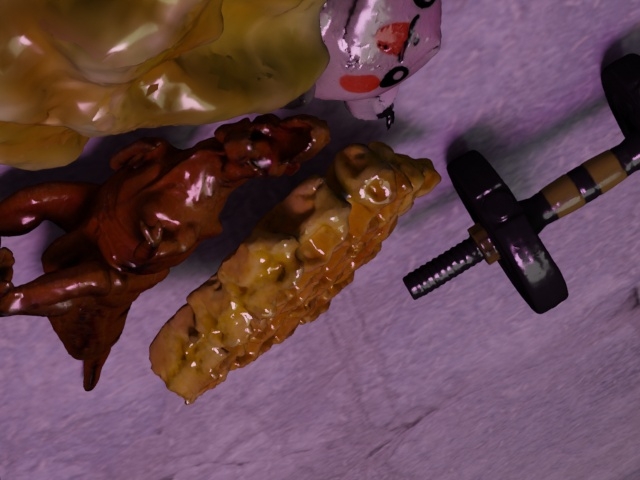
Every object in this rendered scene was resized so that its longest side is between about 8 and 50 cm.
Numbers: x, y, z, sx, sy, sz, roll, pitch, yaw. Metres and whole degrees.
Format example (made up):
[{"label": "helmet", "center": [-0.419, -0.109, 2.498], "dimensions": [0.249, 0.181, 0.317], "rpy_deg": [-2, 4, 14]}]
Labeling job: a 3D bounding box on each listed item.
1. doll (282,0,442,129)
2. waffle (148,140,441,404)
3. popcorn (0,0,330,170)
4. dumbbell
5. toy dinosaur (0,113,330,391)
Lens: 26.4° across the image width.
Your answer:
[{"label": "doll", "center": [-0.001, -0.139, 0.817], "dimensions": [0.192, 0.095, 0.149], "rpy_deg": [2, 117, -39]}, {"label": "waffle", "center": [0.000, 0.000, 0.990], "dimensions": [0.229, 0.057, 0.219], "rpy_deg": [-32, 167, -48]}, {"label": "popcorn", "center": [-0.100, -0.167, 0.525], "dimensions": [0.274, 0.279, 0.335], "rpy_deg": [25, 109, -6]}, {"label": "dumbbell", "center": [0.209, -0.044, 1.083], "dimensions": [0.325, 0.143, 0.143], "rpy_deg": [-31, 149, 3]}, {"label": "toy dinosaur", "center": [-0.164, 0.011, 0.901], "dimensions": [0.208, 0.097, 0.432], "rpy_deg": [-1, 159, -35]}]
